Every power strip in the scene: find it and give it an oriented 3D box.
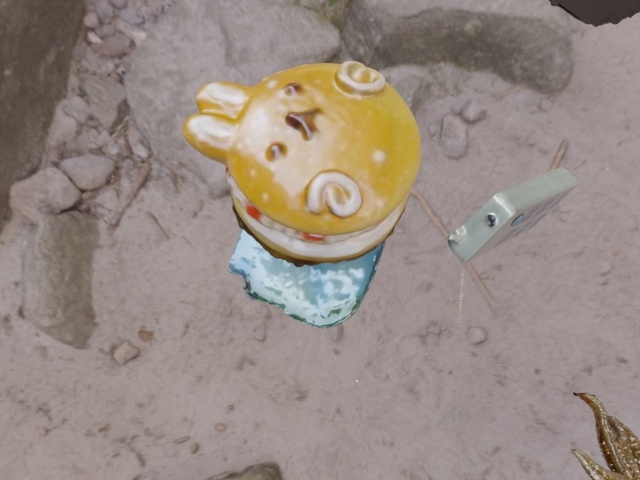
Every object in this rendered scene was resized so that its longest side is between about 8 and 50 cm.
[{"bbox_3d":[0.290,-0.042,0.956,0.270,0.118,0.046,-19,67,-46],"label":"power strip"}]

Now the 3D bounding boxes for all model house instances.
[{"bbox_3d":[0.000,0.000,1.097,0.225,0.241,0.261,21,89,8],"label":"model house"}]

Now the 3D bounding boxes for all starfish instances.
[{"bbox_3d":[0.357,0.268,0.698,0.057,0.213,0.238,-53,49,27],"label":"starfish"}]

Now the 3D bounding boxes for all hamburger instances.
[{"bbox_3d":[-0.018,-0.121,0.861,0.302,0.186,0.261,22,71,12],"label":"hamburger"}]

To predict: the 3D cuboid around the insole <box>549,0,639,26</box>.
[{"bbox_3d":[0.143,-0.134,0.194,0.110,0.309,0.012,43,86,-4],"label":"insole"}]
